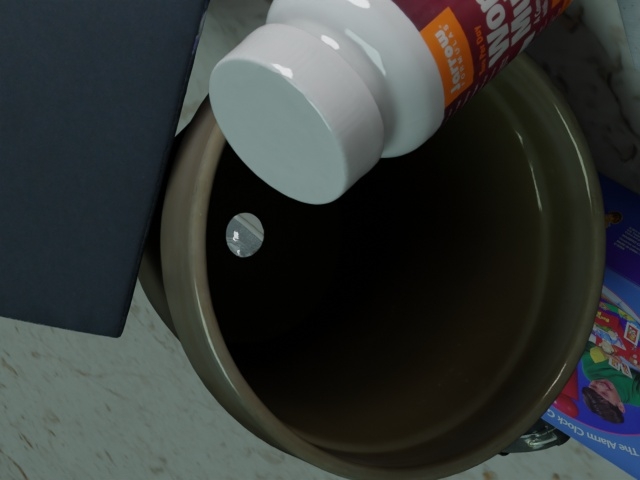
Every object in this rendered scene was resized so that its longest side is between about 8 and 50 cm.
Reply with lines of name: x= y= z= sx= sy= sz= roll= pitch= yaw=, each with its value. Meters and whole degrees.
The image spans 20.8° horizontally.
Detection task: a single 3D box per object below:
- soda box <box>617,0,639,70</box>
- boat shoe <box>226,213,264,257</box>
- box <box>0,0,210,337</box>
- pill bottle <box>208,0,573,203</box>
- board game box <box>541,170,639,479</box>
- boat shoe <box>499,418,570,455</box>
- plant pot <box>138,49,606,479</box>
soda box: x=0.313 y=-0.145 z=1.022 sx=0.286 sy=0.091 sz=0.098 roll=14 pitch=136 yaw=44
boat shoe: x=-0.069 y=0.070 z=1.758 sx=0.320 sy=0.103 sz=0.118 roll=50 pitch=150 yaw=-5
box: x=-0.210 y=-0.160 z=1.264 sx=0.212 sy=0.395 sz=0.293 roll=13 pitch=113 yaw=-11
pill bottle: x=0.045 y=-0.124 z=1.010 sx=0.121 sy=0.221 sz=0.121 roll=32 pitch=147 yaw=24
board game box: x=0.169 y=0.029 z=1.428 sx=0.347 sy=0.078 sz=0.233 roll=33 pitch=147 yaw=23
boat shoe: x=0.143 y=0.175 z=1.631 sx=0.079 sy=0.084 sz=0.233 roll=53 pitch=147 yaw=-9
plant pot: x=0.000 y=0.000 z=1.278 sx=0.323 sy=0.323 sz=0.280 roll=57 pitch=158 yaw=-16
